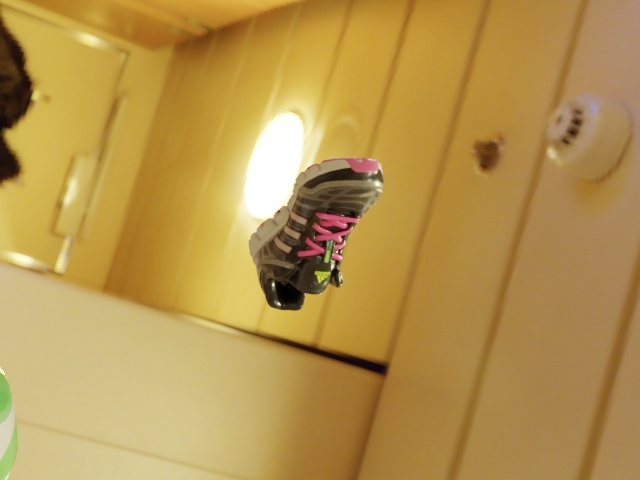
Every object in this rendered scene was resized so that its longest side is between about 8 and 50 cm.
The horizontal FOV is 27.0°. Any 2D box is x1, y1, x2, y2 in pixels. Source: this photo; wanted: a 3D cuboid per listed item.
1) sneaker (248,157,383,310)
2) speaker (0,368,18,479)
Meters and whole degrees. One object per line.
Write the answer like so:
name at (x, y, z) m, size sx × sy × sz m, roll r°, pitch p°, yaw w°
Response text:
sneaker at (0.000, 0.000, 1.007) m, size 0.170 × 0.063 × 0.075 m, roll -44°, pitch -132°, yaw 47°
speaker at (-0.254, 0.024, 0.676) m, size 0.131 × 0.131 × 0.296 m, roll -102°, pitch 177°, yaw -50°
